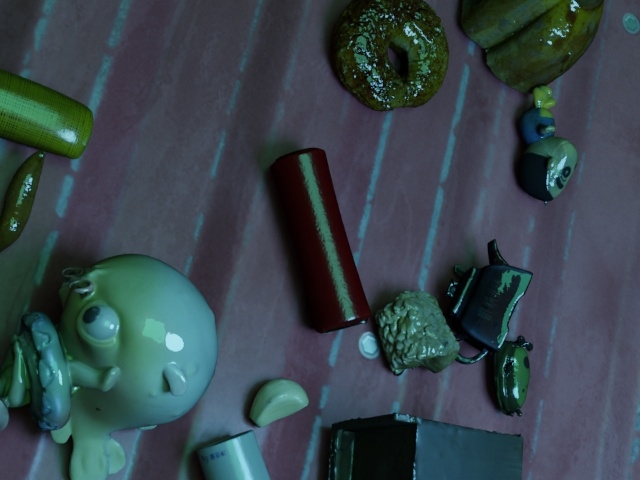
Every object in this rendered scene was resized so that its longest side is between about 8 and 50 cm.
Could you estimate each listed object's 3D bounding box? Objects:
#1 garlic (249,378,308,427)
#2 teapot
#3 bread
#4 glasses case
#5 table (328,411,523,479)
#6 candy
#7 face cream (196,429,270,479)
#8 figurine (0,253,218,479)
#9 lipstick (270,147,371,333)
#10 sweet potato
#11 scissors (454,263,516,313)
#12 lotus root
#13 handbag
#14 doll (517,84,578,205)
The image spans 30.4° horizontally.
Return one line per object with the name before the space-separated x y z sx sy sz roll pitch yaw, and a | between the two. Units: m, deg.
garlic | -0.054 0.202 1.490 0.083 0.041 0.053 -26 131 -23
teapot | 0.219 0.084 1.621 0.096 0.087 0.177 25 81 2
bread | 0.103 -0.274 1.672 0.193 0.064 0.193 5 78 -27
glasses case | -0.386 -0.165 1.406 0.234 0.064 0.079 18 77 -22
table | 0.123 0.318 1.473 0.193 0.172 0.169 13 71 -27
candy | 0.128 0.127 1.581 0.095 0.085 0.110 -2 67 -35
face cream | -0.076 0.359 1.419 0.077 0.077 0.250 -16 84 -28
figurine | -0.308 0.171 1.317 0.394 0.226 0.275 -12 112 -22
lipstick | 0.000 0.000 1.545 0.080 0.080 0.241 -13 84 -28
sweet potato | -0.367 -0.028 1.394 0.044 0.044 0.179 29 73 -17
scissors | 0.232 0.075 1.676 0.113 0.012 0.039 45 63 -10
lotus root | 0.330 -0.339 1.736 0.188 0.180 0.199 19 69 -25
handbag | 0.267 0.192 1.641 0.072 0.047 0.111 34 58 -55
doll | 0.338 -0.139 1.745 0.088 0.102 0.179 1 77 18
